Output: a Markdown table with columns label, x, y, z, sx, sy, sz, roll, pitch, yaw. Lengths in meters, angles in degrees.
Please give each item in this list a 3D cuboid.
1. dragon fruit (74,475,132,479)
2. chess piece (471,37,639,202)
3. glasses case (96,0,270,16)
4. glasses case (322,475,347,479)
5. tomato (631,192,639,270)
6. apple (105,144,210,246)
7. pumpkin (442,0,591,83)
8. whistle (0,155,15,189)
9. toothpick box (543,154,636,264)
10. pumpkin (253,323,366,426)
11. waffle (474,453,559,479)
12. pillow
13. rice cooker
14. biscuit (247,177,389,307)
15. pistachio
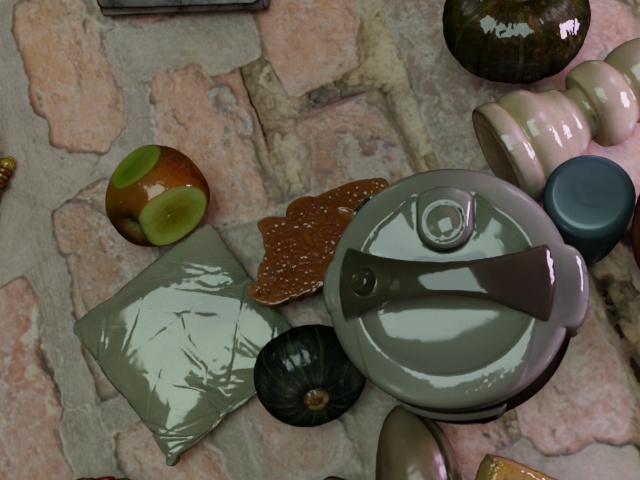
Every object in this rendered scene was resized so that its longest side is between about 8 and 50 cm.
| label | x | y | z | sx | sy | sz | roll | pitch | yaw |
| --- | --- | --- | --- | --- | --- | --- | --- | --- | --- |
| dragon fruit | -0.333 | 0.422 | 1.452 | 0.166 | 0.172 | 0.160 | 16 | 81 | 15 |
| chess piece | 0.390 | -0.186 | 1.441 | 0.299 | 0.167 | 0.167 | -28 | 72 | 0 |
| glasses case | -0.233 | -0.444 | 1.692 | 0.299 | 0.060 | 0.114 | 0 | 77 | 13 |
| glasses case | -0.028 | 0.504 | 1.378 | 0.085 | 0.137 | 0.355 | 17 | 81 | 16 |
| tomato | 0.543 | -0.001 | 1.303 | 0.265 | 0.265 | 0.265 | -3 | 76 | 13 |
| apple | -0.258 | -0.064 | 1.555 | 0.163 | 0.146 | 0.147 | 20 | 59 | 45 |
| pumpkin | 0.295 | -0.334 | 1.493 | 0.223 | 0.157 | 0.224 | -4 | 61 | 7 |
| whistle | -0.565 | -0.096 | 1.708 | 0.046 | 0.057 | 0.109 | 30 | 71 | -26 |
| toothpick box | 0.372 | -0.035 | 1.389 | 0.120 | 0.184 | 0.120 | -3 | 72 | 10 |
| pumpkin | -0.015 | 0.196 | 1.440 | 0.167 | 0.125 | 0.167 | -3 | 111 | -9 |
| waffle | 0.282 | 0.437 | 1.324 | 0.221 | 0.055 | 0.248 | 22 | 83 | -7 |
| pillow | -0.203 | 0.156 | 1.537 | 0.281 | 0.076 | 0.274 | -39 | 78 | -3 |
| rice cooker | 0.186 | 0.083 | 1.328 | 0.335 | 0.325 | 0.335 | -3 | 76 | 13 |
| biscuit | 0.000 | 0.000 | 1.527 | 0.280 | 0.043 | 0.183 | -43 | 71 | -14 |
| pistachio | 0.135 | 0.346 | 1.389 | 0.136 | 0.136 | 0.226 | -9 | 70 | 11 |
